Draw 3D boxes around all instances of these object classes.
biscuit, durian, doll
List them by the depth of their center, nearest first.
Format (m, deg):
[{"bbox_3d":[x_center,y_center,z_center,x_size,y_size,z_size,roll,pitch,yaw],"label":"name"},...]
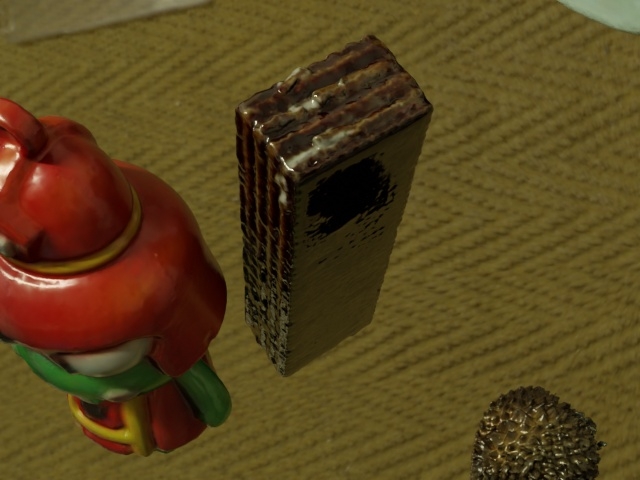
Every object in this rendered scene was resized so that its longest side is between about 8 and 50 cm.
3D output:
[{"bbox_3d":[-0.161,0.028,0.697,0.183,0.363,0.160,24,62,24],"label":"doll"},{"bbox_3d":[0.000,0.000,0.729,0.107,0.388,0.073,-30,70,-17],"label":"biscuit"},{"bbox_3d":[0.214,0.224,0.917,0.091,0.189,0.148,12,112,62],"label":"durian"}]

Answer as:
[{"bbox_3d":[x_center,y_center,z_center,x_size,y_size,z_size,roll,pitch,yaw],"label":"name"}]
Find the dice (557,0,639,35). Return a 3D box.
[{"bbox_3d":[0.326,-0.372,0.874,0.262,0.264,0.268,-41,53,-13],"label":"dice"}]
